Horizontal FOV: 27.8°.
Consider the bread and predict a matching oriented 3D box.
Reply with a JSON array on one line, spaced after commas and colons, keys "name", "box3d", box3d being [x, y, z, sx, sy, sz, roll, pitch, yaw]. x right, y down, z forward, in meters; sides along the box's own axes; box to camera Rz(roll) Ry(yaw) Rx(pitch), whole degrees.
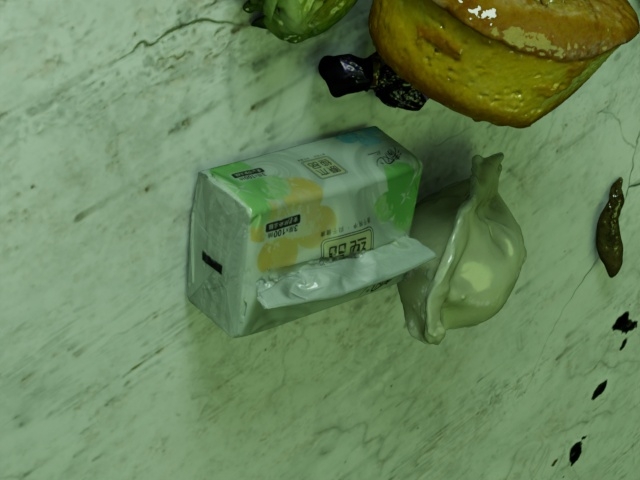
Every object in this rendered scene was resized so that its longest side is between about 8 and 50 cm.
[{"name": "bread", "box3d": [0.164, -0.220, 1.242, 0.268, 0.268, 0.145, -8, 135, -41]}]

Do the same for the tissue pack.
[{"name": "tissue pack", "box3d": [0.000, 0.000, 1.307, 0.229, 0.145, 0.159, -17, 129, -37]}]

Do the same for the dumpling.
[{"name": "dumpling", "box3d": [0.157, 0.001, 1.441, 0.193, 0.147, 0.258, 104, 10, -50]}]

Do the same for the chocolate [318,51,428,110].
[{"name": "chocolate", "box3d": [0.053, -0.167, 1.300, 0.147, 0.072, 0.070, 9, 89, -53]}]

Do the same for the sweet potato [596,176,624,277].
[{"name": "sweet potato", "box3d": [0.400, -0.012, 1.787, 0.041, 0.038, 0.153, -42, 137, -49]}]

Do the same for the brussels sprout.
[{"name": "brussels sprout", "box3d": [-0.001, -0.259, 1.155, 0.139, 0.100, 0.181, -10, 124, -53]}]
